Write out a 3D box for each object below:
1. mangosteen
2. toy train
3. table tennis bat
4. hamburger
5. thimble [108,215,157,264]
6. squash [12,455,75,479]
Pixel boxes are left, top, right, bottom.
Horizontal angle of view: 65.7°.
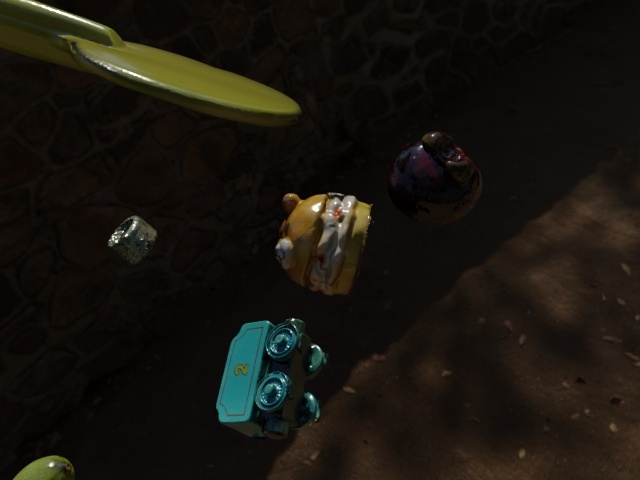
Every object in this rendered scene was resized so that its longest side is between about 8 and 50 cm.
[{"bbox_3d":[0.180,-0.100,0.779,0.152,0.152,0.152,-13,37,10],"label":"mangosteen"},{"bbox_3d":[-0.086,0.235,0.850,0.163,0.112,0.203,-13,48,28],"label":"toy train"},{"bbox_3d":[-0.195,-0.183,0.512,0.369,0.054,0.224,17,21,-6],"label":"table tennis bat"},{"bbox_3d":[0.000,0.000,1.267,0.237,0.276,0.276,15,42,2],"label":"hamburger"},{"bbox_3d":[-0.372,0.000,0.986,0.084,0.062,0.110,-48,29,-6],"label":"thimble"},{"bbox_3d":[-0.555,0.504,0.979,0.186,0.123,0.123,-49,33,16],"label":"squash"}]
